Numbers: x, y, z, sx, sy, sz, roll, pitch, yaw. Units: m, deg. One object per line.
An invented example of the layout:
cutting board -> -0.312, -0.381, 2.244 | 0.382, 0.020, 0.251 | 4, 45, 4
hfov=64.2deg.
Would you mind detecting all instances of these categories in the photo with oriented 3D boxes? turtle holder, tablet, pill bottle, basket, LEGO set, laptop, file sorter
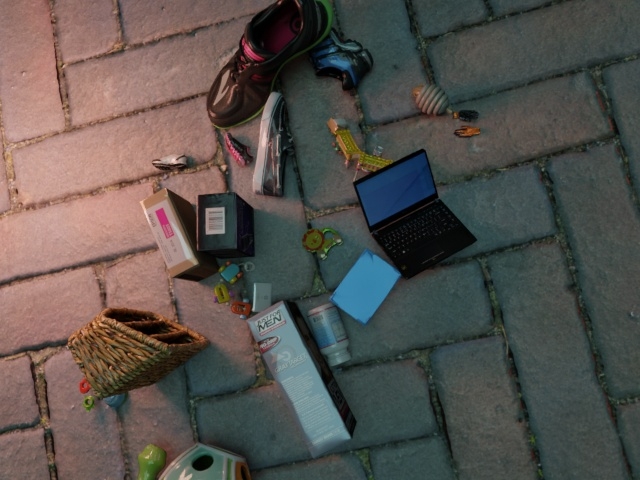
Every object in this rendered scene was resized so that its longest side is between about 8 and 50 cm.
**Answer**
turtle holder -> -0.318, 0.651, 1.327 | 0.320, 0.243, 0.227 | -3, 61, 45
tablet -> -0.165, 0.162, 1.454 | 0.054, 0.006, 0.083 | 5, 81, -23
pill bottle -> 0.027, 0.255, 1.390 | 0.087, 0.087, 0.160 | -21, 80, 4
basket -> -0.470, 0.253, 1.343 | 0.223, 0.299, 0.213 | -35, 78, 3
LEGO set -> 0.112, -0.229, 1.460 | 0.287, 0.107, 0.132 | 33, 52, 14
laptop -> 0.252, -0.074, 1.352 | 0.234, 0.136, 0.264 | -27, 59, -13
file sorter -> 0.124, 0.127, 1.387 | 0.118, 0.104, 0.170 | 36, 88, 9

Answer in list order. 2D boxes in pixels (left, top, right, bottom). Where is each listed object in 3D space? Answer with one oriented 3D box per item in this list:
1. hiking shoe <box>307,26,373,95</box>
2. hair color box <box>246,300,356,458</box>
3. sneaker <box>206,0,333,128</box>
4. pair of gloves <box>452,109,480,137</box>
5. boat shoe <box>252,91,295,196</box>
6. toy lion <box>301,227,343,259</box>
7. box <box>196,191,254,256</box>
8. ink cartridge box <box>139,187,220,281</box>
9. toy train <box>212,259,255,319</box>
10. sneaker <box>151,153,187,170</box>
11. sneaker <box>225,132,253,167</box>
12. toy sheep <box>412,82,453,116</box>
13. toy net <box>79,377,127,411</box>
hiking shoe -> 0.001, -0.555, 1.491 | 0.304, 0.113, 0.132 | 33, 86, 10
hair color box -> -0.044, 0.348, 1.335 | 0.114, 0.185, 0.374 | -29, 80, 3
sneaker -> -0.181, -0.515, 1.425 | 0.483, 0.202, 0.185 | -44, 79, 24
pair of gloves -> 0.418, -0.336, 1.464 | 0.074, 0.010, 0.083 | -2, 79, 8
boat shoe -> -0.121, -0.275, 1.472 | 0.102, 0.108, 0.301 | 8, 86, 8
toy lion -> 0.000, 0.000, 1.459 | 0.100, 0.034, 0.096 | -42, 72, 0
box -> -0.256, -0.035, 1.403 | 0.108, 0.207, 0.153 | -3, 83, 6
ink cartridge box -> -0.386, -0.008, 1.422 | 0.088, 0.193, 0.234 | -26, 79, 2
toy train -> -0.244, 0.141, 1.463 | 0.125, 0.046, 0.166 | 10, 72, -18
sneaker -> -0.455, -0.240, 1.545 | 0.109, 0.040, 0.043 | -1, 66, 3
sneaker -> -0.242, -0.275, 1.523 | 0.057, 0.047, 0.119 | -28, 80, -20
toy sheep -> 0.318, -0.396, 1.445 | 0.132, 0.091, 0.091 | 31, 87, 10
toy net -> -0.634, 0.368, 1.477 | 0.122, 0.045, 0.232 | -11, 79, 7
